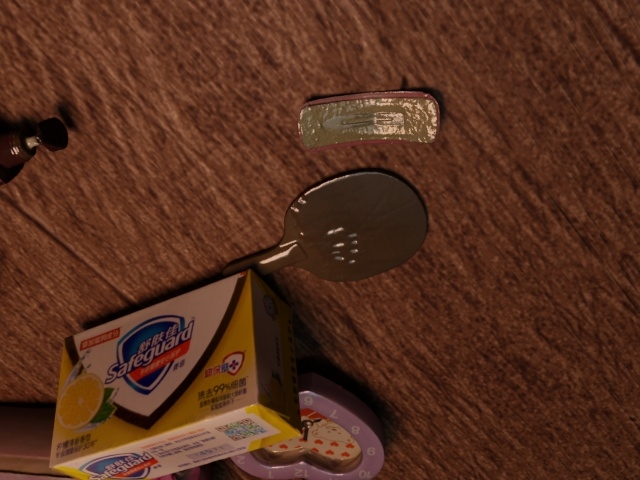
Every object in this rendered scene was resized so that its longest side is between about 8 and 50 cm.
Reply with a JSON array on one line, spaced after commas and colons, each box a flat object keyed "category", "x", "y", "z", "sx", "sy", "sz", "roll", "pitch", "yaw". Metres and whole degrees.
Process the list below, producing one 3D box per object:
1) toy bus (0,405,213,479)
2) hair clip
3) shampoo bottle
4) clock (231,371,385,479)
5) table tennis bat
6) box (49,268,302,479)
[{"category": "toy bus", "x": -0.330, "y": 0.312, "z": 0.940, "sx": 0.387, "sy": 0.171, "sz": 0.162, "roll": 1, "pitch": 120, "yaw": 4}, {"category": "hair clip", "x": 0.046, "y": -0.114, "z": 0.710, "sx": 0.137, "sy": 0.022, "sz": 0.054, "roll": -3, "pitch": 122, "yaw": 8}, {"category": "shampoo bottle", "x": -0.366, "y": -0.078, "z": 0.745, "sx": 0.236, "sy": 0.068, "sz": 0.067, "roll": -15, "pitch": 118, "yaw": 14}, {"category": "clock", "x": -0.016, "y": 0.227, "z": 0.914, "sx": 0.198, "sy": 0.064, "sz": 0.172, "roll": 5, "pitch": 124, "yaw": 2}, {"category": "table tennis bat", "x": 0.000, "y": 0.000, "z": 0.793, "sx": 0.234, "sy": 0.022, "sz": 0.131, "roll": -21, "pitch": 120, "yaw": 15}, {"category": "box", "x": -0.161, "y": 0.159, "z": 0.814, "sx": 0.265, "sy": 0.168, "sz": 0.097, "roll": -19, "pitch": 143, "yaw": 19}]
